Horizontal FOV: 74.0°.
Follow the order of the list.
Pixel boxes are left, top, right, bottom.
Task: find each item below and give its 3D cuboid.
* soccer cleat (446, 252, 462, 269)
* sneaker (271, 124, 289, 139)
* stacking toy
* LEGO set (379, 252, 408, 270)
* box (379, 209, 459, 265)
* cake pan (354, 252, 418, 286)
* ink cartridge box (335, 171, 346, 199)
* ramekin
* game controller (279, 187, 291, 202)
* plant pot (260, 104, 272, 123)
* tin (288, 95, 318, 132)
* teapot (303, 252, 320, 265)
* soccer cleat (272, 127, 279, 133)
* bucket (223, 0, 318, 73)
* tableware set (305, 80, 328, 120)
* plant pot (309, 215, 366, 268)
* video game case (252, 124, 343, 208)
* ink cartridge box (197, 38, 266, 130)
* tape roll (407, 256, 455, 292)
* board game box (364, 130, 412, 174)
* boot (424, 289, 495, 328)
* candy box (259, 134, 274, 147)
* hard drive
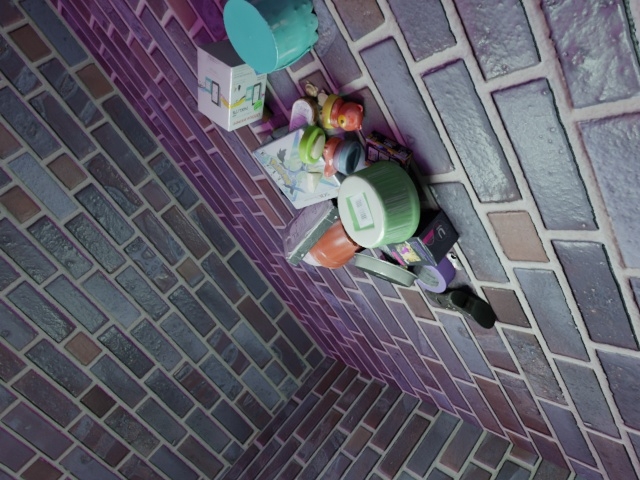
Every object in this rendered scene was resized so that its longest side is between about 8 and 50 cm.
[{"bbox_3d":[0.535,0.083,1.681,0.083,0.029,0.035,50,161,2],"label":"soccer cleat"},{"bbox_3d":[-0.099,-0.404,1.836,0.268,0.101,0.153,19,143,41],"label":"sneaker"},{"bbox_3d":[0.060,-0.324,1.514,0.130,0.280,0.309,20,147,24],"label":"stacking toy"},{"bbox_3d":[0.361,0.144,1.981,0.227,0.093,0.087,23,148,41],"label":"LEGO set"},{"bbox_3d":[0.363,-0.007,1.645,0.143,0.165,0.270,53,155,-18],"label":"box"},{"bbox_3d":[0.270,0.130,1.808,0.292,0.054,0.293,22,174,2],"label":"cake pan"},{"bbox_3d":[0.062,-0.249,1.842,0.122,0.088,0.052,40,157,12],"label":"ink cartridge box"},{"bbox_3d":[0.193,-0.120,1.510,0.303,0.148,0.304,37,136,45],"label":"ramekin"},{"bbox_3d":[-0.090,-0.231,2.146,0.167,0.067,0.319,54,156,-22],"label":"game controller"},{"bbox_3d":[-0.257,-0.564,1.883,0.079,0.083,0.083,39,159,-18],"label":"plant pot"},{"bbox_3d":[-0.070,-0.464,1.649,0.106,0.040,0.190,32,133,19],"label":"tin"},{"bbox_3d":[0.000,0.000,2.243,0.252,0.187,0.256,-2,116,25],"label":"teapot"},{"bbox_3d":[-0.186,-0.444,1.973,0.072,0.060,0.179,22,150,45],"label":"soccer cleat"},{"bbox_3d":[-0.166,-0.696,1.375,0.281,0.183,0.281,36,155,20],"label":"bucket"},{"bbox_3d":[-0.014,-0.521,1.615,0.141,0.020,0.169,40,155,13],"label":"tableware set"},{"bbox_3d":[0.109,-0.030,1.934,0.272,0.272,0.265,49,149,-9],"label":"plant pot"},{"bbox_3d":[-0.085,-0.290,1.766,0.299,0.036,0.329,-13,125,41],"label":"video game case"},{"bbox_3d":[-0.354,-0.623,1.699,0.197,0.198,0.270,37,139,20],"label":"ink cartridge box"},{"bbox_3d":[0.467,0.125,1.796,0.188,0.080,0.189,36,155,19],"label":"tape roll"},{"bbox_3d":[0.241,-0.296,1.526,0.170,0.048,0.141,35,156,22],"label":"board game box"},{"bbox_3d":[0.602,0.283,1.842,0.262,0.091,0.229,36,169,-5],"label":"boot"},{"bbox_3d":[-0.185,-0.367,1.904,0.196,0.070,0.165,43,174,-10],"label":"candy box"},{"bbox_3d":[-0.049,-0.079,1.922,0.064,0.339,0.237,29,-155,-28],"label":"hard drive"}]
